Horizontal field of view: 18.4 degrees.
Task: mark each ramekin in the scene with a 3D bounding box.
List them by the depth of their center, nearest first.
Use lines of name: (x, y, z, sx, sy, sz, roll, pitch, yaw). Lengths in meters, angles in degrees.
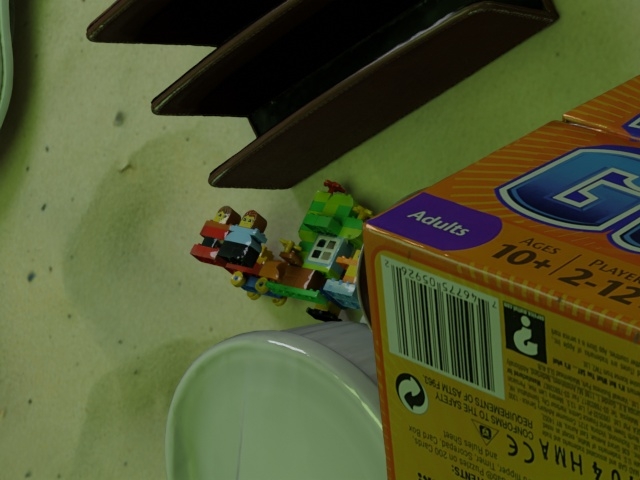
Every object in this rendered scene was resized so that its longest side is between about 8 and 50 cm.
ramekin: (0.012, 0.188, 1.594, 0.273, 0.127, 0.273, 15, 115, 36)

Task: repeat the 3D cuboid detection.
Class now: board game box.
board game box: (0.286, 0.126, 1.191, 0.356, 0.356, 0.356, 20, 127, 42)

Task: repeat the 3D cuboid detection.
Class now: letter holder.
letter holder: (-0.008, -0.173, 1.566, 0.302, 0.214, 0.152, -31, 74, 32)

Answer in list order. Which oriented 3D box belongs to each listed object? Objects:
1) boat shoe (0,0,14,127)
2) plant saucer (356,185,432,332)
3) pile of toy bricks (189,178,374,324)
boat shoe: (-0.341, -0.203, 1.882, 0.114, 0.091, 0.302, 12, 100, -10)
plant saucer: (0.111, 0.037, 1.553, 0.168, 0.029, 0.168, 1, 69, -3)
pile of toy bricks: (0.000, 0.000, 1.647, 0.212, 0.118, 0.105, 12, 70, 42)
